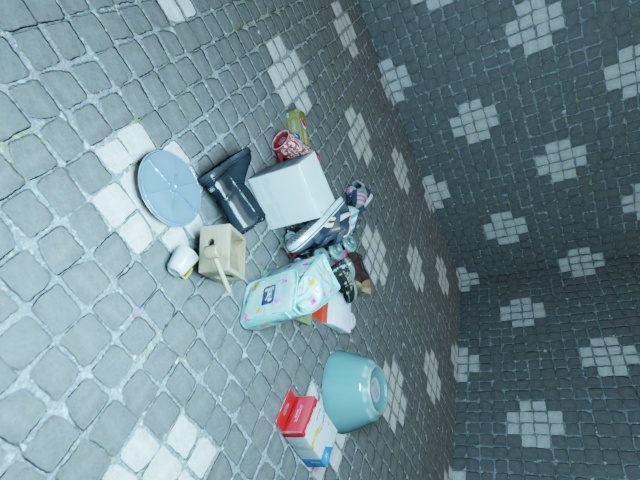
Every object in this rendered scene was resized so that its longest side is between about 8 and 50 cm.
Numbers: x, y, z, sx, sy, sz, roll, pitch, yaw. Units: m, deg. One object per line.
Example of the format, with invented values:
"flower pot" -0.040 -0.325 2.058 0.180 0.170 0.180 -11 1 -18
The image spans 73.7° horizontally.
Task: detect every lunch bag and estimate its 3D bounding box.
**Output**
"lunch bag" -0.099 0.165 1.284 0.160 0.224 0.262 65 31 -10

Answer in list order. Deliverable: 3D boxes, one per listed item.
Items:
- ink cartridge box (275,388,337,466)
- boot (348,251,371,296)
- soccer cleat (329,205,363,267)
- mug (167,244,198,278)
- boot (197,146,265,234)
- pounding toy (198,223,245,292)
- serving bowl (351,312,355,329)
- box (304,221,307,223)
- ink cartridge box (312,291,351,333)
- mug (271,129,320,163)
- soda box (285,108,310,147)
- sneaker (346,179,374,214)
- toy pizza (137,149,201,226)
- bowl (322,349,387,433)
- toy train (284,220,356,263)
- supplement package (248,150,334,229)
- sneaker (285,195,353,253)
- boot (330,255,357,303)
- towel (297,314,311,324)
"ink cartridge box" -0.041 0.596 1.364 0.230 0.078 0.134 62 31 -25
"boot" 0.141 0.136 1.920 0.248 0.090 0.206 29 42 -53
"soccer cleat" 0.069 0.001 1.810 0.116 0.143 0.330 103 7 -71
"mug" -0.341 0.060 1.060 0.078 0.062 0.064 50 46 -29
"boot" -0.235 -0.147 1.275 0.207 0.094 0.246 58 32 -19
"pounding toy" -0.272 0.051 1.104 0.206 0.094 0.180 61 26 -70
"serving bowl" 0.131 0.344 1.840 0.083 0.027 0.083 32 51 -52
"box" -0.063 -0.159 1.694 0.116 0.029 0.162 56 36 -34
"ink cartridge box" 0.050 0.251 1.705 0.232 0.066 0.188 46 41 -51
"mug" -0.097 -0.317 1.606 0.169 0.113 0.150 36 52 -40
"soda box" -0.089 -0.434 1.732 0.061 0.058 0.181 0 79 -61
"sneaker" 0.157 -0.186 2.057 0.131 0.112 0.319 51 31 -12
"toy pizza" -0.385 -0.130 1.087 0.201 0.032 0.201 36 48 -53
"bowl" 0.151 0.575 1.639 0.312 0.163 0.310 35 49 -53
"toy train" 0.000 0.000 1.612 0.334 0.142 0.190 -25 88 -48
"supplement package" -0.095 -0.170 1.454 0.194 0.203 0.149 67 30 -20
"sneaker" 0.017 -0.029 1.459 0.127 0.126 0.321 55 48 -11
"boot" 0.047 0.179 1.642 0.085 0.179 0.236 52 -23 43
"towel" -0.071 0.237 1.514 0.148 0.027 0.109 35 50 -53
